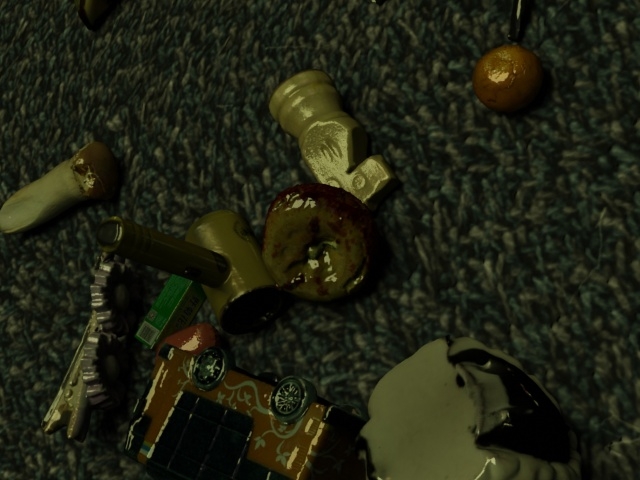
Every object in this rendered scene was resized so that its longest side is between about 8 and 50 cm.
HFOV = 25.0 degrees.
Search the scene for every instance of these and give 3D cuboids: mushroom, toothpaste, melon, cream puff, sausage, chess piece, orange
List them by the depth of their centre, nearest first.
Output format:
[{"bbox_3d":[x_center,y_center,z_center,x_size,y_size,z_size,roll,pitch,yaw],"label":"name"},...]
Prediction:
[{"bbox_3d":[0.214,-0.184,1.646,0.083,0.070,0.083,-14,52,19],"label":"orange"},{"bbox_3d":[0.000,0.000,1.681,0.149,0.149,0.084,-30,12,23],"label":"cream puff"},{"bbox_3d":[0.019,-0.111,1.764,0.090,0.090,0.200,-40,59,14],"label":"chess piece"},{"bbox_3d":[-0.162,0.137,1.774,0.094,0.059,0.054,-29,74,21],"label":"sausage"},{"bbox_3d":[-0.170,0.063,1.838,0.043,0.037,0.178,28,85,47],"label":"toothpaste"},{"bbox_3d":[-0.374,-0.066,2.051,0.209,0.071,0.084,-26,85,29],"label":"mushroom"},{"bbox_3d":[-0.336,-0.414,2.197,0.160,0.079,0.128,-47,48,9],"label":"melon"}]

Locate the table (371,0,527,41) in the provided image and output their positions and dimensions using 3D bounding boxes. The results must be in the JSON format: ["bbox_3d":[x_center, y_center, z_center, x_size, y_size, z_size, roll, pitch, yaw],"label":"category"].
[{"bbox_3d":[0.162,-0.394,1.714,0.317,0.317,0.249,24,96,43],"label":"table"}]

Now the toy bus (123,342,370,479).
[{"bbox_3d":[-0.078,0.224,1.611,0.275,0.138,0.167,17,80,40],"label":"toy bus"}]

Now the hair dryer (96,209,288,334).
[{"bbox_3d":[-0.158,0.013,1.675,0.090,0.278,0.135,-40,58,19],"label":"hair dryer"}]

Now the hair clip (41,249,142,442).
[{"bbox_3d":[-0.284,0.125,1.848,0.084,0.106,0.292,-1,62,24],"label":"hair clip"}]

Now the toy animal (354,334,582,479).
[{"bbox_3d":[0.146,0.217,1.426,0.204,0.156,0.208,-41,31,18],"label":"toy animal"}]
